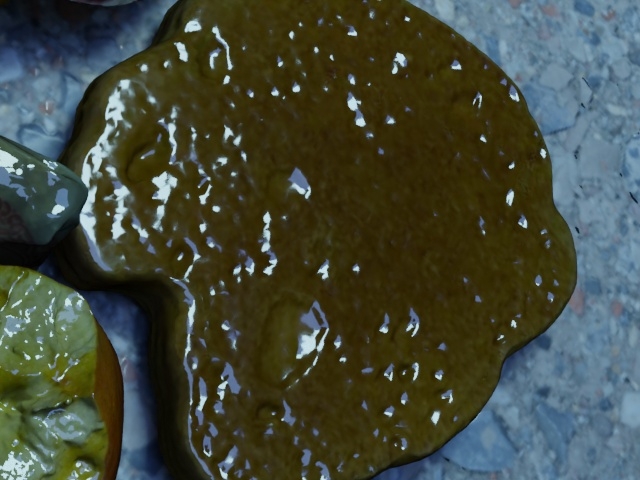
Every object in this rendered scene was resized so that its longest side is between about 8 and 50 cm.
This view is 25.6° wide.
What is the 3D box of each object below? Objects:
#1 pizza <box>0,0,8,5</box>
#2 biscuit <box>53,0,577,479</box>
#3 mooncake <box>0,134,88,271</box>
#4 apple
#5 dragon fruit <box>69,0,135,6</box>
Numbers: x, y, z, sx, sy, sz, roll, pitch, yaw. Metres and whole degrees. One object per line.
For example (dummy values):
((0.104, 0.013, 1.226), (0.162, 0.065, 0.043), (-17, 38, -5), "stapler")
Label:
((-0.248, -0.190, 0.864), (0.175, 0.046, 0.134), (-9, 74, -34), "pizza")
((0.000, 0.000, 0.924), (0.359, 0.074, 0.381), (33, 66, -14), "biscuit")
((-0.204, -0.025, 0.795), (0.130, 0.125, 0.073), (26, 70, -15), "mooncake")
((-0.179, 0.098, 0.765), (0.156, 0.147, 0.158), (21, 53, 15), "apple")
((-0.132, -0.238, 0.855), (0.262, 0.163, 0.189), (-13, 91, -47), "dragon fruit")
